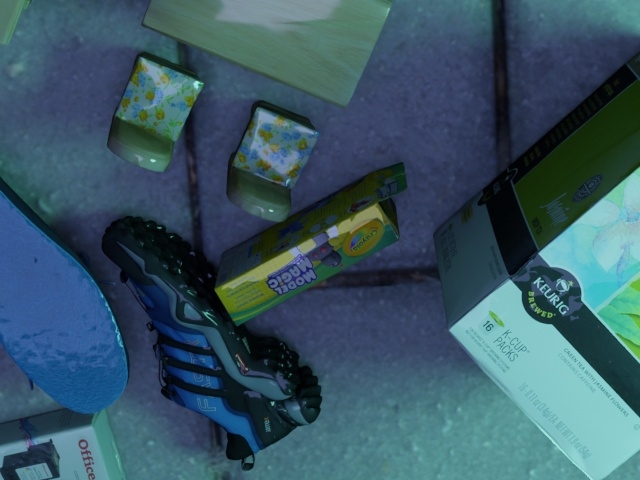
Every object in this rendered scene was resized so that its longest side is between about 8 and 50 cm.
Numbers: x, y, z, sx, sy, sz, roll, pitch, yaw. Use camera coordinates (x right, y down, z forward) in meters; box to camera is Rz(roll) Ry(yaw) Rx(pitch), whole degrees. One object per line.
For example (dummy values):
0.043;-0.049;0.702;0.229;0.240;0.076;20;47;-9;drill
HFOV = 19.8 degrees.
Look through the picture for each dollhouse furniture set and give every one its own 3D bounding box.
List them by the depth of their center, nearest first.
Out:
-0.132;-0.242;1.749;0.394;0.256;0.362;21;107;-9;dollhouse furniture set

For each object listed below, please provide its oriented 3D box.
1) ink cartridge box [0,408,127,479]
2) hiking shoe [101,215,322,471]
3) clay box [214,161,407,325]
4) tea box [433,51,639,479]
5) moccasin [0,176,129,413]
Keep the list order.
-0.310;0.263;2.005;0.175;0.072;0.127;-14;105;5;ink cartridge box
-0.139;0.111;1.940;0.132;0.113;0.304;-40;99;16;hiking shoe
0.000;0.000;1.898;0.222;0.127;0.053;-27;105;9;clay box
0.302;0.007;1.792;0.323;0.329;0.220;-42;101;12;tea box
-0.309;0.022;1.919;0.138;0.117;0.342;-32;99;-2;moccasin
